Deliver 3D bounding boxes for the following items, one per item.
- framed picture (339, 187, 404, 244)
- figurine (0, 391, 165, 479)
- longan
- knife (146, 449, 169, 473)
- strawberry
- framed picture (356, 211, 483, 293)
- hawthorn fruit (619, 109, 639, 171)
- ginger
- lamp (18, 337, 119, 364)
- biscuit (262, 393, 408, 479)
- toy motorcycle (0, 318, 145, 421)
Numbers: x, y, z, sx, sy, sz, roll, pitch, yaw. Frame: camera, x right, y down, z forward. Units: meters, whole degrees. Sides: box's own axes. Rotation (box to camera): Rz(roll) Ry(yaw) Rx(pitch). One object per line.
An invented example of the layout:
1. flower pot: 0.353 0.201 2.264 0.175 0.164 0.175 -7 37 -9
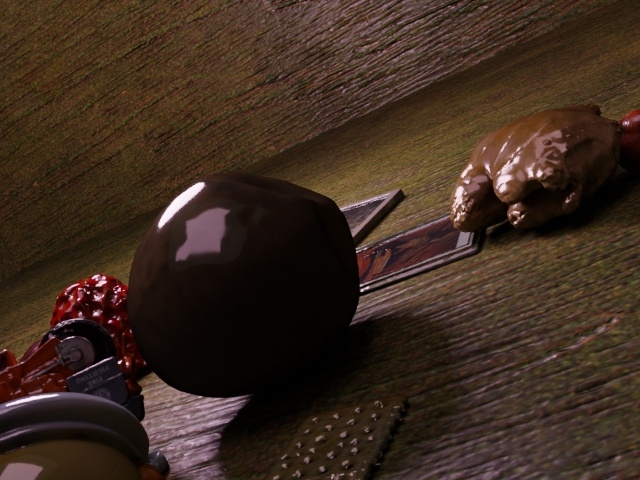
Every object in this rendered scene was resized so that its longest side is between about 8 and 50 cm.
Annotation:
1. framed picture: 0.000 0.000 1.601 0.240 0.020 0.324 -16 17 38
2. figurine: -0.246 0.260 0.704 0.224 0.205 0.382 -21 15 -7
3. longan: -0.089 0.051 1.049 0.288 0.288 0.350 -21 9 23
4. knife: -0.251 0.283 0.995 0.162 0.023 0.044 -22 20 18
5. strawberry: -0.369 0.144 1.444 0.234 0.178 0.234 -19 11 4
6. framed picture: 0.124 0.019 1.293 0.273 0.016 0.216 -22 14 21
7. hawthorn fruit: 0.434 -0.135 1.133 0.093 0.093 0.093 -26 13 6
8. ginger: 0.291 -0.085 1.231 0.236 0.166 0.375 -61 -1 -10
9. lamp: -0.381 0.218 1.274 0.157 0.156 0.135 -17 -40 -47
10. biscuit: -0.004 0.220 0.778 0.139 0.016 0.231 -20 14 32
11. toy motorcycle: -0.348 0.236 0.959 0.325 0.221 0.148 -25 -8 -15
